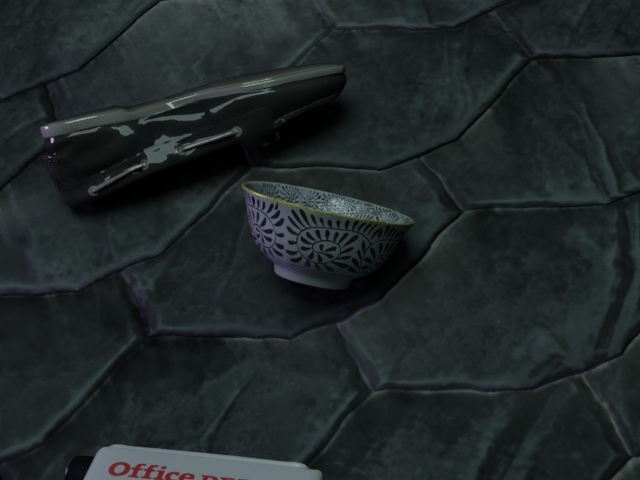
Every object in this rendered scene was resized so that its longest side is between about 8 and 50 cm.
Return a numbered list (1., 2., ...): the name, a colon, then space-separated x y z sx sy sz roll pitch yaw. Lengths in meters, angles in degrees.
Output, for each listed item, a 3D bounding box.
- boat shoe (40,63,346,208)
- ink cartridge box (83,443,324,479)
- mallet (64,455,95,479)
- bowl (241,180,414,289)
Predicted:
1. boat shoe: -0.130 -0.116 1.480 0.335 0.095 0.112 -13 12 -5
2. ink cartridge box: -0.118 0.297 1.052 0.198 0.114 0.273 4 37 14
3. mallet: -0.227 0.270 1.190 0.062 0.039 0.189 15 58 27
4. bowl: 0.000 0.000 1.327 0.170 0.080 0.170 12 9 -2
